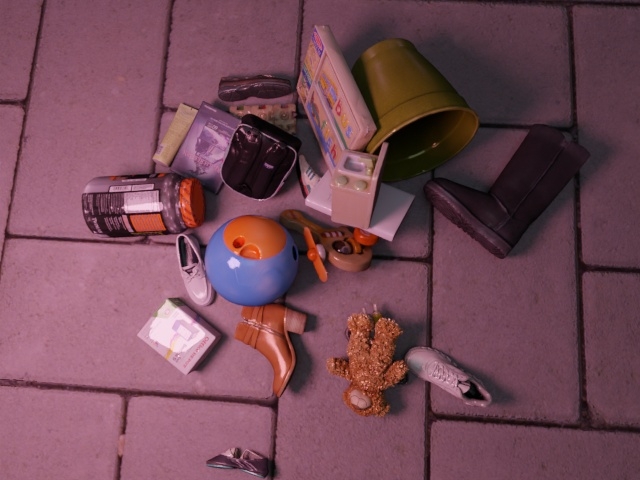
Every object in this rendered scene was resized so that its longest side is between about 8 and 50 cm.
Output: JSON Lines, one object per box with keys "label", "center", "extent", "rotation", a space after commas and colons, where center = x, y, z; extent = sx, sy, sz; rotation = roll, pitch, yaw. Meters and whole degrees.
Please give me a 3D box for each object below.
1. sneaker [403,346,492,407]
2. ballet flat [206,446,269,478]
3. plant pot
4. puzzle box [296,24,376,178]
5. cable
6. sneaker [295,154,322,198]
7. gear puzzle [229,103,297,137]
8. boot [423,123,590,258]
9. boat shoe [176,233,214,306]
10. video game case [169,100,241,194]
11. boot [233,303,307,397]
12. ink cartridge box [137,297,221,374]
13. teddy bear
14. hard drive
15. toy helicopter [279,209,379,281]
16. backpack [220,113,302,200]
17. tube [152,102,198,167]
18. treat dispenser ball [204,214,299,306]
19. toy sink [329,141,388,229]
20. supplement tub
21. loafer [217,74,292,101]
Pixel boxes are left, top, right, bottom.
{"label": "sneaker", "center": [0.407, 0.431, 1.269], "extent": [0.292, 0.118, 0.110], "rotation": [28, 85, 6]}
{"label": "ballet flat", "center": [-0.259, 0.702, 1.277], "extent": [0.204, 0.074, 0.074], "rotation": [7, 82, 8]}
{"label": "plant pot", "center": [0.263, -0.438, 1.302], "extent": [0.367, 0.366, 0.352], "rotation": [-18, 70, -1]}
{"label": "puzzle box", "center": [0.035, -0.434, 1.289], "extent": [0.052, 0.272, 0.408], "rotation": [-13, 70, -23]}
{"label": "cable", "center": [0.180, 0.358, 1.305], "extent": [0.140, 0.072, 0.287], "rotation": [-26, 82, -4]}
{"label": "sneaker", "center": [-0.037, -0.226, 1.408], "extent": [0.076, 0.057, 0.161], "rotation": [-10, 80, -17]}
{"label": "gear puzzle", "center": [-0.251, -0.395, 1.439], "extent": [0.340, 0.044, 0.175], "rotation": [-1, 90, 5]}
{"label": "boot", "center": [0.614, -0.220, 1.334], "extent": [0.367, 0.146, 0.445], "rotation": [41, 89, -4]}
{"label": "boat shoe", "center": [-0.435, 0.100, 1.350], "extent": [0.095, 0.084, 0.257], "rotation": [-23, 82, -2]}
{"label": "video game case", "center": [-0.389, -0.327, 1.417], "extent": [0.196, 0.026, 0.274], "rotation": [28, 93, 5]}
{"label": "boot", "center": [-0.178, 0.343, 1.297], "extent": [0.221, 0.109, 0.283], "rotation": [13, 81, 2]}
{"label": "ink cartridge box", "center": [-0.459, 0.312, 1.319], "extent": [0.212, 0.093, 0.154], "rotation": [38, 84, 4]}
{"label": "teddy bear", "center": [0.147, 0.391, 1.243], "extent": [0.245, 0.113, 0.337], "rotation": [25, 98, 3]}
{"label": "hard drive", "center": [0.133, -0.133, 1.325], "extent": [0.308, 0.040, 0.203], "rotation": [24, 55, 14]}
{"label": "toy helicopter", "center": [0.000, 0.000, 1.305], "extent": [0.355, 0.140, 0.235], "rotation": [30, 40, 23]}
{"label": "backpack", "center": [-0.205, -0.269, 1.326], "extent": [0.225, 0.191, 0.253], "rotation": [25, 121, -13]}
{"label": "tube", "center": [-0.516, -0.377, 1.437], "extent": [0.070, 0.062, 0.240], "rotation": [32, 76, -36]}
{"label": "treat dispenser ball", "center": [-0.212, 0.061, 1.248], "extent": [0.289, 0.288, 0.287], "rotation": [0, 82, 1]}
{"label": "toy sink", "center": [0.107, -0.169, 1.176], "extent": [0.131, 0.234, 0.152], "rotation": [14, 59, 9]}
{"label": "supplement tub", "center": [-0.571, -0.116, 1.322], "extent": [0.339, 0.207, 0.206], "rotation": [-3, 82, 0]}
{"label": "loafer", "center": [-0.237, -0.563, 1.437], "extent": [0.268, 0.096, 0.084], "rotation": [-5, 76, 3]}
